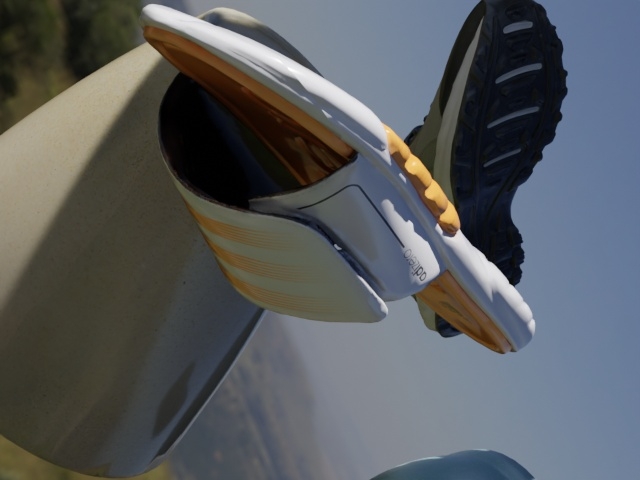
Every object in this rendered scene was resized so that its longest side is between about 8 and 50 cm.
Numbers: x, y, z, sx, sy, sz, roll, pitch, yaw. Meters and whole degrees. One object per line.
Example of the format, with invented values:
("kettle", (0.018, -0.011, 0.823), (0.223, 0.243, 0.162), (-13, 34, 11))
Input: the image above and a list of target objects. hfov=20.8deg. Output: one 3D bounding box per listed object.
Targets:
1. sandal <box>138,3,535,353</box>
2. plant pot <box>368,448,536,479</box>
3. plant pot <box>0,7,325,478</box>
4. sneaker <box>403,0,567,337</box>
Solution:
("sandal", (0.007, 0.004, 0.706), (0.102, 0.076, 0.265), (28, -11, 42))
("plant pot", (0.087, 0.356, 1.740), (0.293, 0.196, 0.293), (-8, -100, 55))
("plant pot", (-0.114, -0.020, 1.207), (0.256, 0.274, 0.256), (37, 23, -19))
("sneaker", (0.092, -0.058, 1.218), (0.108, 0.100, 0.271), (45, -41, 35))
